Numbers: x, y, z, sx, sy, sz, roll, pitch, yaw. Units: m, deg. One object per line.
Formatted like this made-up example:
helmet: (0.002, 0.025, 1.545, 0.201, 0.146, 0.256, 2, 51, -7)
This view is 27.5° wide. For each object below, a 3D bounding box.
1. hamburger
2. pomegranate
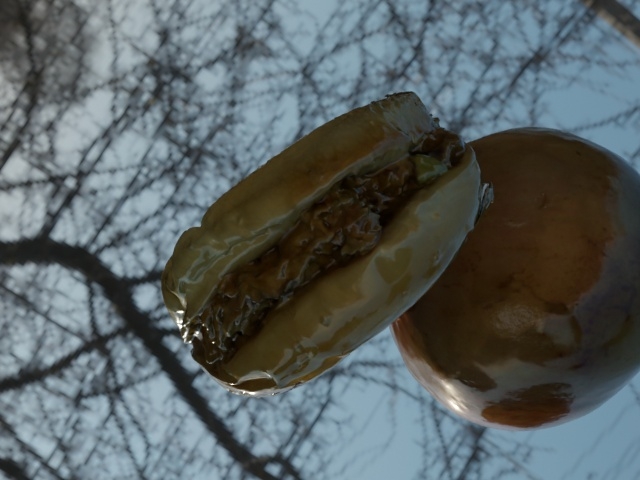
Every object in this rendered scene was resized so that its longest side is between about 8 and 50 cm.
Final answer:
hamburger: (-0.001, 0.001, 0.739, 0.214, 0.108, 0.214, -40, -177, 3)
pomegranate: (0.152, 0.032, 1.097, 0.229, 0.271, 0.252, 122, -33, -70)
